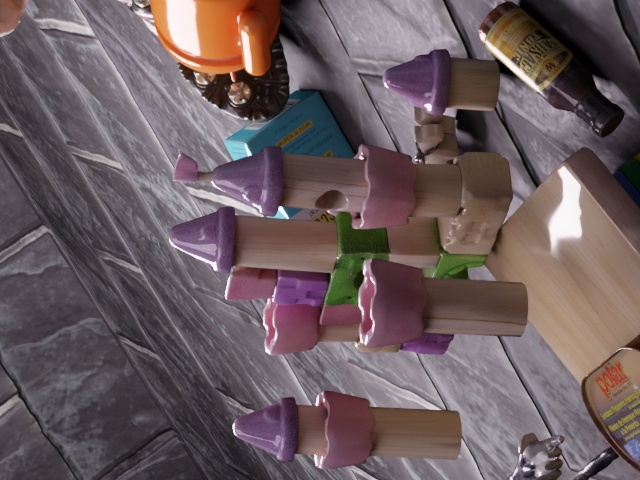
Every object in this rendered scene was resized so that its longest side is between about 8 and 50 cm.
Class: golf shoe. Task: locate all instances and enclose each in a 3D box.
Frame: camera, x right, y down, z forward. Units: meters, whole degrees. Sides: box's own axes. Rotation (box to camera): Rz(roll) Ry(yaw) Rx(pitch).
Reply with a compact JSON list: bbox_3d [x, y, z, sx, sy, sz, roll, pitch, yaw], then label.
[{"bbox_3d":[-0.108,-0.210,1.884,0.273,0.105,0.120,49,-179,30],"label":"golf shoe"}]

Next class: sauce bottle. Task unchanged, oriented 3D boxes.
[{"bbox_3d":[0.173,-0.127,1.355,0.128,0.042,0.042,43,160,25],"label":"sauce bottle"}]

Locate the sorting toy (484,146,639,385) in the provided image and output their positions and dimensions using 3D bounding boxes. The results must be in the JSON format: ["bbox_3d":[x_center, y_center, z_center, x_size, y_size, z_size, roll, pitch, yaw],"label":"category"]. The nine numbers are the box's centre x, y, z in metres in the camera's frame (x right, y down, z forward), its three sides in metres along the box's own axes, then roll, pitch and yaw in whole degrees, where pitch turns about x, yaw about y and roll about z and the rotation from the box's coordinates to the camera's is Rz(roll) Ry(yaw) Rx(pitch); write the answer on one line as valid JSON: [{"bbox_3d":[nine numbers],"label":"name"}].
[{"bbox_3d":[0.261,0.053,1.388,0.257,0.089,0.255,51,163,6],"label":"sorting toy"}]

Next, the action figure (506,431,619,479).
[{"bbox_3d":[0.216,0.231,1.532,0.164,0.275,0.141,50,164,11],"label":"action figure"}]

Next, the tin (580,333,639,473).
[{"bbox_3d":[0.250,0.122,1.335,0.106,0.040,0.190,47,163,7],"label":"tin"}]

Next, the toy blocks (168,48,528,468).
[{"bbox_3d":[0.000,0.000,1.486,0.288,0.260,0.309,106,165,-57],"label":"toy blocks"}]

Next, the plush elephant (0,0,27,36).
[{"bbox_3d":[-0.318,-0.351,1.743,0.272,0.255,0.330,44,149,19],"label":"plush elephant"}]

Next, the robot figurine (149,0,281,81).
[{"bbox_3d":[-0.100,-0.243,1.710,0.158,0.128,0.219,21,154,10],"label":"robot figurine"}]

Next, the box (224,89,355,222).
[{"bbox_3d":[0.007,-0.027,1.885,0.244,0.100,0.060,59,162,-18],"label":"box"}]
